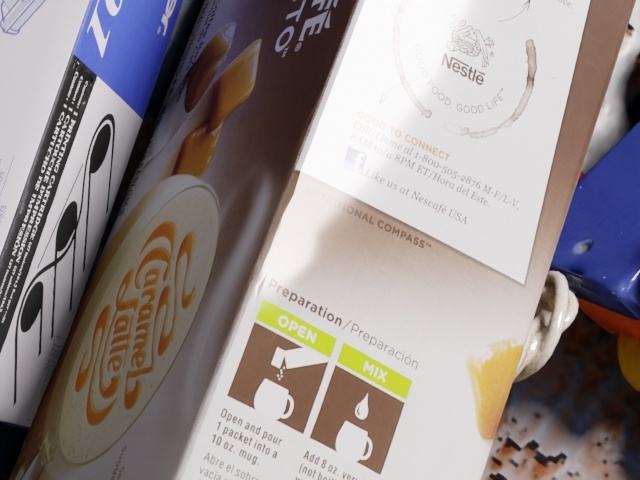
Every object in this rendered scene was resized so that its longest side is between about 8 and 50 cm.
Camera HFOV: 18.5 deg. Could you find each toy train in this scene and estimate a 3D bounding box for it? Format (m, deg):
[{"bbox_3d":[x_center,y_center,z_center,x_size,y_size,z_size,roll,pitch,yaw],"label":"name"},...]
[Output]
[{"bbox_3d":[0.134,0.038,0.770,0.248,0.105,0.143,-44,124,-18],"label":"toy train"}]

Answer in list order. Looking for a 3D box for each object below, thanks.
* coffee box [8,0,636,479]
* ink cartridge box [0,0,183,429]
[{"bbox_3d":[0.000,0.000,0.640,0.098,0.141,0.246,30,68,-23],"label":"coffee box"},{"bbox_3d":[-0.091,-0.045,0.638,0.046,0.097,0.207,17,84,10],"label":"ink cartridge box"}]
